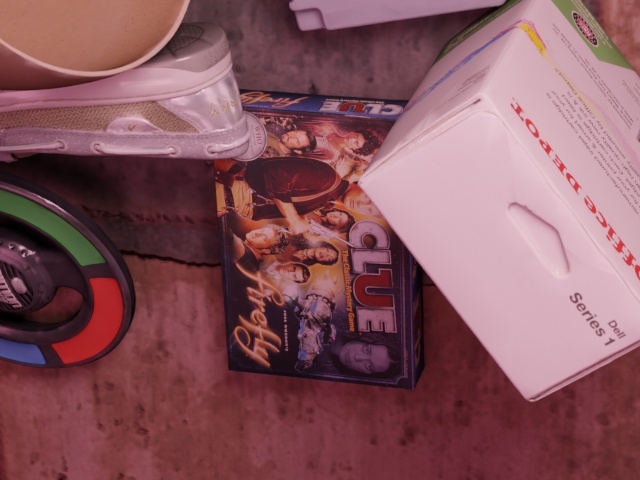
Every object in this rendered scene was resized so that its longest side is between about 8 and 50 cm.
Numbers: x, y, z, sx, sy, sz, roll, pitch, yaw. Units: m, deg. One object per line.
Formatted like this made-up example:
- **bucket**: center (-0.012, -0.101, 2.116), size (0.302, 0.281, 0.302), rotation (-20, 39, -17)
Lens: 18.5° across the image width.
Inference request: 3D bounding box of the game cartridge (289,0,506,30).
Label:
- **game cartridge**: center (0.043, -0.306, 1.432), size (0.198, 0.062, 0.297), rotation (-7, 113, 16)

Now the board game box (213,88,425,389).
- **board game box**: center (0.000, 0.000, 1.602), size (0.165, 0.042, 0.243), rotation (5, 117, 16)

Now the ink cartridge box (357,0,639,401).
- **ink cartridge box**: center (0.158, -0.046, 1.392), size (0.117, 0.278, 0.201), rotation (-33, 102, 28)

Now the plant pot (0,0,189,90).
- **plant pot**: center (-0.259, -0.230, 1.456), size (0.191, 0.284, 0.284), rotation (-18, 109, 41)

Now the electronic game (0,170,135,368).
- **electronic game**: center (-0.266, 0.026, 1.668), size (0.229, 0.048, 0.229), rotation (11, 136, 11)

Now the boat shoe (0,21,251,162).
- **boat shoe**: center (-0.206, -0.101, 1.568), size (0.320, 0.118, 0.103), rotation (-6, 115, 26)
